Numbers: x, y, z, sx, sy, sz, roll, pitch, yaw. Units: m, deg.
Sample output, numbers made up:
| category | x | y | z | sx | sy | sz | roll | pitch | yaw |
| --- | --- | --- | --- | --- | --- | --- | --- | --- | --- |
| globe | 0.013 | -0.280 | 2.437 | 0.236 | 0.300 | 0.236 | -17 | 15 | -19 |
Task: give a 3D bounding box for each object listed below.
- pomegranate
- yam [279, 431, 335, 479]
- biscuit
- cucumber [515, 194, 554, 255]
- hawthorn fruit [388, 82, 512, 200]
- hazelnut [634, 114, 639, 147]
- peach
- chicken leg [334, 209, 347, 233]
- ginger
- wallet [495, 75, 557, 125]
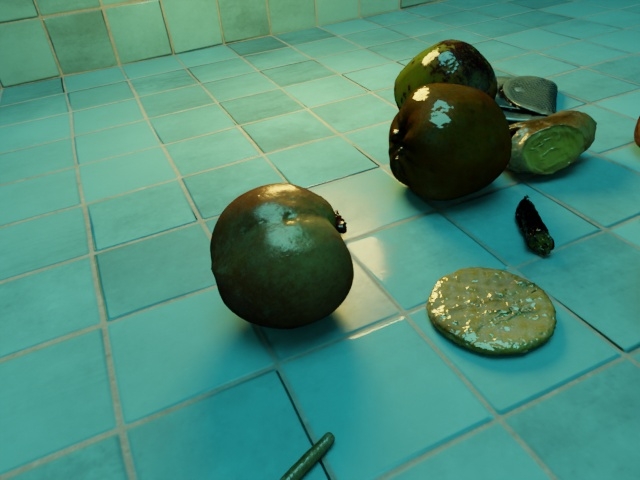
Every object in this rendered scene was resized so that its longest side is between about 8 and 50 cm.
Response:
| category | x | y | z | sx | sy | sz | roll | pitch | yaw |
| --- | --- | --- | --- | --- | --- | --- | --- | --- | --- |
| pomegranate | 0.379 | -0.433 | 1.447 | 0.285 | 0.285 | 0.341 | 24 | 47 | 34 |
| yam | -0.022 | 0.303 | 0.694 | 0.021 | 0.021 | 0.116 | 26 | 48 | 36 |
| biscuit | 0.297 | 0.116 | 0.900 | 0.220 | 0.033 | 0.220 | -4 | 36 | 3 |
| cucumber | 0.446 | -0.035 | 1.078 | 0.053 | 0.053 | 0.181 | 0 | 34 | 8 |
| hawthorn fruit | 0.315 | -0.227 | 1.192 | 0.301 | 0.267 | 0.268 | -9 | 36 | -8 |
| hazelnut | 0.905 | -0.290 | 1.274 | 0.186 | 0.210 | 0.210 | 16 | 35 | -10 |
| peach | -0.071 | 0.031 | 0.891 | 0.252 | 0.252 | 0.252 | -4 | 36 | 3 |
| chicken leg | -0.005 | -0.002 | 1.090 | 0.089 | 0.048 | 0.219 | 9 | 38 | 24 |
| ginger | 0.558 | -0.254 | 1.302 | 0.276 | 0.130 | 0.221 | -6 | 25 | 2 |
| wallet | 0.613 | -0.445 | 1.602 | 0.237 | 0.075 | 0.342 | 12 | 39 | 18 |
